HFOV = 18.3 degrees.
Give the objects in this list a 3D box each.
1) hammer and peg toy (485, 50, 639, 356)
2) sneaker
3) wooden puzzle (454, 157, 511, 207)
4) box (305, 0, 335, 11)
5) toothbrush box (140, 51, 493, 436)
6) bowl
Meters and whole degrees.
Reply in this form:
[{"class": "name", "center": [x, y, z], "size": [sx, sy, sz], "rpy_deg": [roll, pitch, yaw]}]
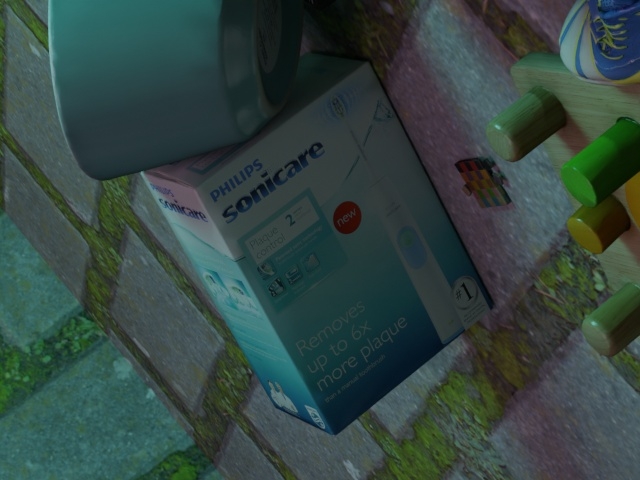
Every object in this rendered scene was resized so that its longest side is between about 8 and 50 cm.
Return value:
[{"class": "hammer and peg toy", "center": [0.287, -0.001, 1.365], "size": [0.361, 0.127, 0.266], "rpy_deg": [19, 142, 58]}, {"class": "sneaker", "center": [0.197, -0.162, 1.242], "size": [0.240, 0.126, 0.091], "rpy_deg": [-30, 63, 56]}, {"class": "wooden puzzle", "center": [0.146, -0.052, 1.787], "size": [0.049, 0.006, 0.083], "rpy_deg": [57, 161, -11]}, {"class": "box", "center": [0.000, -0.250, 1.690], "size": [0.052, 0.062, 0.083], "rpy_deg": [39, 156, 31]}, {"class": "toothbrush box", "center": [0.000, 0.000, 1.900], "size": [0.126, 0.216, 0.295], "rpy_deg": [16, 139, 59]}, {"class": "bowl", "center": [-0.112, -0.204, 1.754], "size": [0.163, 0.311, 0.311], "rpy_deg": [3, 142, 13]}]
